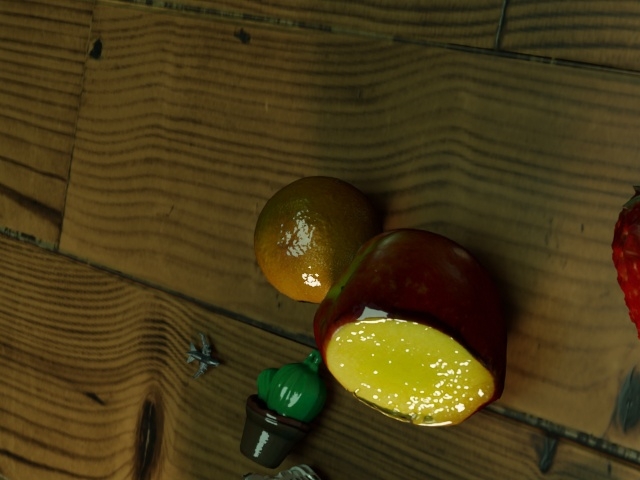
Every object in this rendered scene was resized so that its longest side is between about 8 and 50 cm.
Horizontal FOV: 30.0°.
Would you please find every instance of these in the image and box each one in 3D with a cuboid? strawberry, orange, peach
[{"bbox_3d":[0.453,0.047,1.458,0.205,0.205,0.244,14,120,38],"label":"strawberry"},{"bbox_3d":[0.000,0.000,1.783,0.206,0.206,0.206,-1,89,38],"label":"orange"},{"bbox_3d":[0.143,0.120,1.648,0.245,0.275,0.248,-55,12,-20],"label":"peach"}]

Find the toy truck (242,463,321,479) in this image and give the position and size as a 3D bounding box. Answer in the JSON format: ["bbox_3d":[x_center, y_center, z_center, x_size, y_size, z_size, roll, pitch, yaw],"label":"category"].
[{"bbox_3d":[-0.127,0.537,1.869,0.173,0.207,0.387,46,116,29],"label":"toy truck"}]

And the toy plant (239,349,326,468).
[{"bbox_3d":[-0.058,0.258,1.893,0.143,0.105,0.200,23,85,55],"label":"toy plant"}]

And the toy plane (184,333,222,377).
[{"bbox_3d":[-0.199,0.201,2.043,0.083,0.031,0.078,14,98,38],"label":"toy plane"}]
